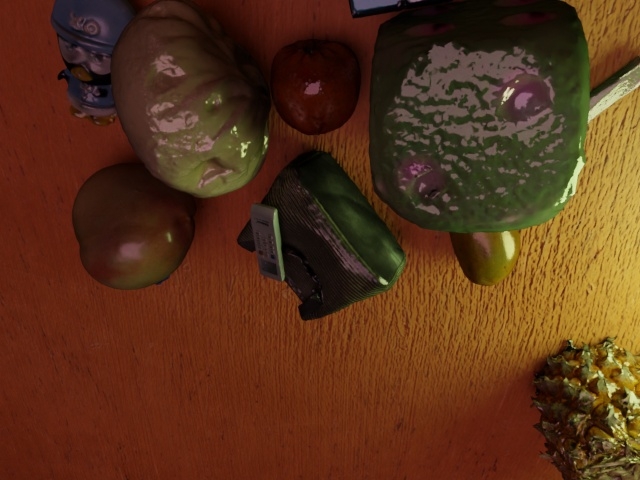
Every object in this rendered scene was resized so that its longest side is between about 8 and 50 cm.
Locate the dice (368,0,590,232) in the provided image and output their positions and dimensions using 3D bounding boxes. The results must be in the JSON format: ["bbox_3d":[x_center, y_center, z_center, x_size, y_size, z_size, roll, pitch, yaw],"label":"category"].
[{"bbox_3d":[0.252,-0.216,0.929,0.330,0.322,0.319,-1,122,13],"label":"dice"}]

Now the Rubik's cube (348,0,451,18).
[{"bbox_3d":[0.128,-0.474,0.874,0.167,0.183,0.180,-2,124,17],"label":"Rubik's cube"}]

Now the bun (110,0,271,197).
[{"bbox_3d":[-0.210,-0.264,1.007,0.210,0.360,0.360,-18,117,20],"label":"bun"}]

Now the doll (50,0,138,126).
[{"bbox_3d":[-0.453,-0.382,1.107,0.177,0.141,0.314,20,129,-3],"label":"doll"}]

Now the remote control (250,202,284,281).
[{"bbox_3d":[-0.101,0.004,1.083,0.061,0.029,0.162,19,129,32],"label":"remote control"}]

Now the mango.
[{"bbox_3d":[0.346,-0.019,1.165,0.138,0.113,0.254,-11,112,25],"label":"mango"}]

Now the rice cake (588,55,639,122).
[{"bbox_3d":[0.509,-0.253,1.013,0.047,0.036,0.206,43,122,-12],"label":"rice cake"}]

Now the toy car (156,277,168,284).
[{"bbox_3d":[-0.479,0.028,1.431,0.103,0.063,0.216,-32,114,29],"label":"toy car"}]

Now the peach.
[{"bbox_3d":[-0.420,-0.035,1.246,0.292,0.292,0.247,-27,155,28],"label":"peach"}]

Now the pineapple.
[{"bbox_3d":[0.667,0.427,1.274,0.352,0.300,0.353,5,118,10],"label":"pineapple"}]

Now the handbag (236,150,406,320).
[{"bbox_3d":[0.000,0.000,1.177,0.240,0.247,0.341,-38,93,30],"label":"handbag"}]

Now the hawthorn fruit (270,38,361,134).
[{"bbox_3d":[-0.011,-0.278,1.047,0.179,0.179,0.201,9,134,8],"label":"hawthorn fruit"}]
